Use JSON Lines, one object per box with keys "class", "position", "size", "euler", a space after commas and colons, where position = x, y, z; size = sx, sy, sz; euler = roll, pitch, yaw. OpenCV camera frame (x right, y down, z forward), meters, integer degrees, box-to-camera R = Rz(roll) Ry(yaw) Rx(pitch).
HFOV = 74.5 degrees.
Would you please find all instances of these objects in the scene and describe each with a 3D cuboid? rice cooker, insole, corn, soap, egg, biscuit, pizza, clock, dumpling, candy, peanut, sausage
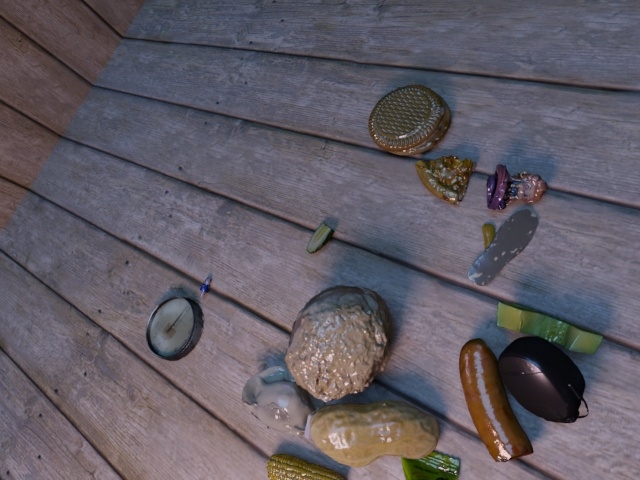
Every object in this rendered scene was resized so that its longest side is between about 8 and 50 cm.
{"class": "rice cooker", "position": [0.486, 0.302, 0.918], "size": [0.118, 0.142, 0.203], "euler": [-42, 96, -30]}
{"class": "insole", "position": [0.487, 0.020, 1.119], "size": [0.081, 0.011, 0.248], "euler": [41, 88, 19]}
{"class": "corn", "position": [-0.044, 0.620, 1.103], "size": [0.238, 0.080, 0.080], "euler": [2, 71, 28]}
{"class": "soap", "position": [0.462, -0.005, 1.148], "size": [0.034, 0.012, 0.089], "euler": [-8, 67, 19]}
{"class": "egg", "position": [0.052, 0.256, 1.102], "size": [0.279, 0.279, 0.310], "euler": [29, 81, 32]}
{"class": "biscuit", "position": [0.283, -0.385, 1.351], "size": [0.259, 0.079, 0.259], "euler": [-10, 64, 23]}
{"class": "pizza", "position": [0.382, -0.195, 1.238], "size": [0.161, 0.062, 0.182], "euler": [-26, 59, 8]}
{"class": "clock", "position": [-0.515, 0.306, 1.478], "size": [0.226, 0.049, 0.225], "euler": [-9, 67, 23]}
{"class": "dumpling", "position": [-0.097, 0.438, 1.179], "size": [0.247, 0.142, 0.172], "euler": [21, 51, 13]}
{"class": "candy", "position": [0.238, 0.609, 0.968], "size": [0.149, 0.069, 0.246], "euler": [7, 56, 20]}
{"class": "peanut", "position": [0.130, 0.466, 1.030], "size": [0.314, 0.149, 0.149], "euler": [-7, 66, 4]}
{"class": "sausage", "position": [0.393, 0.366, 0.983], "size": [0.109, 0.109, 0.270], "euler": [-20, 63, 18]}

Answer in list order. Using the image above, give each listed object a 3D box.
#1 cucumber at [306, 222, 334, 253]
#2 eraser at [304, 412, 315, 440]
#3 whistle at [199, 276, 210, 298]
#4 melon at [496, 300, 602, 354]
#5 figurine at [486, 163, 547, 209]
{"class": "cucumber", "position": [0.000, 0.000, 1.358], "size": [0.107, 0.035, 0.067], "euler": [-52, 40, 0]}
{"class": "eraser", "position": [0.013, 0.497, 1.113], "size": [0.026, 0.105, 0.064], "euler": [-24, 50, 62]}
{"class": "whistle", "position": [-0.411, 0.167, 1.495], "size": [0.033, 0.029, 0.083], "euler": [-16, 50, 61]}
{"class": "melon", "position": [0.525, 0.204, 0.976], "size": [0.210, 0.118, 0.064], "euler": [19, 92, 43]}
{"class": "figurine", "position": [0.518, -0.145, 1.133], "size": [0.157, 0.126, 0.114], "euler": [-10, 20, -4]}
